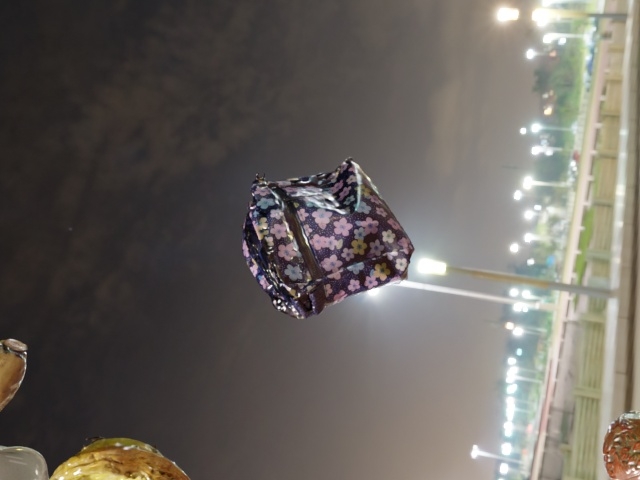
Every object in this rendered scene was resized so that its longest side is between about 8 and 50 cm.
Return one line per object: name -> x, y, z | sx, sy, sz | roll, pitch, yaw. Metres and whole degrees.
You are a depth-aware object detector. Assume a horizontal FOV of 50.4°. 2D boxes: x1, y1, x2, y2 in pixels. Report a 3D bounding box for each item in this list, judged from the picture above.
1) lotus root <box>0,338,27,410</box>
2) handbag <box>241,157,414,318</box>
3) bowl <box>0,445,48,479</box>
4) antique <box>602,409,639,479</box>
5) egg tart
lotus root -> -0.711, 0.309, 1.450 | 0.221, 0.118, 0.125 | -54, 9, -4
handbag -> 0.000, 0.000, 0.938 | 0.126, 0.208, 0.228 | 96, 152, -52
bowl -> -0.880, 0.633, 1.595 | 0.435, 0.196, 0.434 | -47, -29, -36
antique -> 0.362, 0.236, 0.749 | 0.104, 0.104, 0.104 | 8, -90, -71
egg tart -> -0.287, 0.353, 0.974 | 0.090, 0.213, 0.212 | -94, -1, -56
